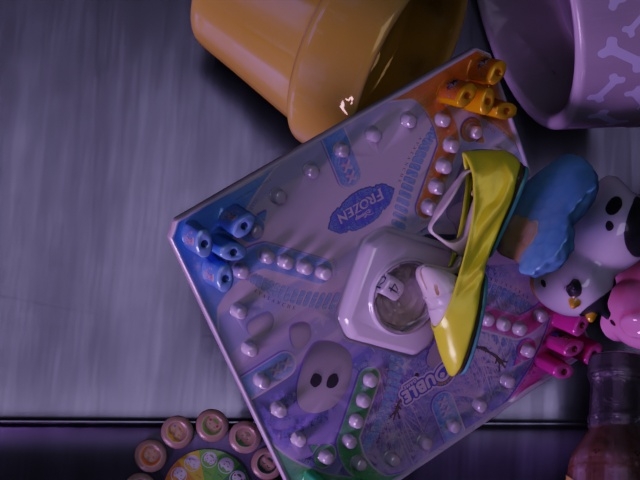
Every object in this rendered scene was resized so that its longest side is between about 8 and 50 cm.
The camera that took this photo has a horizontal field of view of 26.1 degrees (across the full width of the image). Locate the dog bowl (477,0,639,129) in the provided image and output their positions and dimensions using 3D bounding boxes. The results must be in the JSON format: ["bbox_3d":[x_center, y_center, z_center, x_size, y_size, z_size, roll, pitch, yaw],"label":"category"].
[{"bbox_3d":[0.256,-0.277,1.474,0.102,0.349,0.349,-16,83,-8],"label":"dog bowl"}]

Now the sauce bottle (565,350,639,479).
[{"bbox_3d":[0.311,0.290,1.454,0.111,0.111,0.344,8,69,-2],"label":"sauce bottle"}]

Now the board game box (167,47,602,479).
[{"bbox_3d":[0.088,0.059,1.428,0.390,0.050,0.390,-31,115,-18],"label":"board game box"}]

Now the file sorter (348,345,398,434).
[{"bbox_3d":[0.004,0.112,1.495,0.118,0.104,0.170,31,87,-21],"label":"file sorter"}]

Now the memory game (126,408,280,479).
[{"bbox_3d":[-0.126,0.279,1.530,0.186,0.012,0.186,0,82,-3],"label":"memory game"}]

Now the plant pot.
[{"bbox_3d":[-0.001,-0.236,1.508,0.239,0.254,0.254,28,81,17],"label":"plant pot"}]

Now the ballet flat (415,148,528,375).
[{"bbox_3d":[0.139,0.017,1.382,0.077,0.077,0.231,17,92,-9],"label":"ballet flat"}]

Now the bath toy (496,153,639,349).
[{"bbox_3d":[0.342,0.052,1.461,0.348,0.129,0.151,29,119,-31],"label":"bath toy"}]
